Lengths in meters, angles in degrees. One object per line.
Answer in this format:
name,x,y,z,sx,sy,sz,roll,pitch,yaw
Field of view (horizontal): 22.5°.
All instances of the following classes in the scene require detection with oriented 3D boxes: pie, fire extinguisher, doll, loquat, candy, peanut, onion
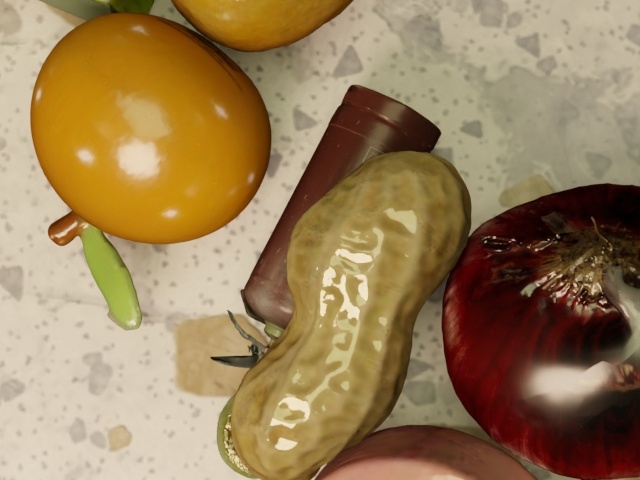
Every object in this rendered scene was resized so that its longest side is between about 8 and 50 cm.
pie,-0.051,0.171,1.420,0.084,0.021,0.084,0,83,3
fire extinguisher,0.000,0.000,1.398,0.105,0.105,0.269,28,86,5
doll,-0.164,-0.072,1.372,0.213,0.213,0.236,40,101,6
loquat,-0.047,-0.259,1.381,0.176,0.234,0.187,18,118,31
candy,0.089,0.281,1.324,0.255,0.094,0.255,6,110,18
peanut,0.020,0.060,1.300,0.136,0.120,0.298,24,89,-10
onion,0.240,0.090,1.344,0.273,0.285,0.273,-7,47,8

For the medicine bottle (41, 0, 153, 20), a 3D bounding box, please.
medicine bottle,-0.190,-0.325,1.425,0.137,0.141,0.250,22,85,8
